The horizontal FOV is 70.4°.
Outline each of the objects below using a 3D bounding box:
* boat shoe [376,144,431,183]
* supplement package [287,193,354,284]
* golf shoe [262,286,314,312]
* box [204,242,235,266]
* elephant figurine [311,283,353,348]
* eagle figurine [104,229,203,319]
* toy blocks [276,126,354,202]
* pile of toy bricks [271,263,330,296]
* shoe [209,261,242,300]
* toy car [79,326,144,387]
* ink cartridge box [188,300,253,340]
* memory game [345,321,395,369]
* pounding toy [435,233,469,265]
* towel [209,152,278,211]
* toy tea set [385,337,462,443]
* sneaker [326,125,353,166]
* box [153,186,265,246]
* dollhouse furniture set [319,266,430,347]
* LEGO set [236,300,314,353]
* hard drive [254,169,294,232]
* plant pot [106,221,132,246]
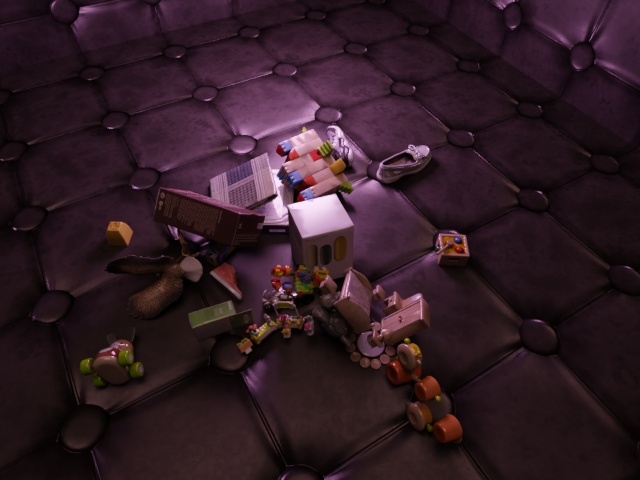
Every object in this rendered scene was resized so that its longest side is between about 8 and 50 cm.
[{"bbox_3d":[0.405,-0.378,2.155,0.320,0.103,0.118,-26,57,-20],"label":"boat shoe"},{"bbox_3d":[0.000,0.000,1.732,0.199,0.262,0.198,-14,45,-12],"label":"supplement package"},{"bbox_3d":[-0.122,0.204,1.703,0.198,0.077,0.093,-8,52,-10],"label":"golf shoe"},{"bbox_3d":[-0.391,0.025,1.844,0.054,0.059,0.169,27,56,21],"label":"box"},{"bbox_3d":[0.052,0.259,1.634,0.169,0.239,0.186,26,81,-1],"label":"elephant figurine"},{"bbox_3d":[-0.598,0.131,1.684,0.298,0.225,0.226,-31,69,-35],"label":"eagle figurine"},{"bbox_3d":[-0.069,-0.312,2.007,0.261,0.191,0.381,-29,82,-28],"label":"toy blocks"},{"bbox_3d":[-0.073,0.158,1.634,0.212,0.118,0.105,4,40,-22],"label":"pile of toy bricks"},{"bbox_3d":[-0.342,0.152,1.743,0.178,0.063,0.081,35,64,28],"label":"shoe"},{"bbox_3d":[-0.684,0.372,1.525,0.155,0.149,0.188,-13,42,1],"label":"toy car"},{"bbox_3d":[-0.351,0.278,1.617,0.209,0.109,0.062,-17,55,-14],"label":"ink cartridge box"},{"bbox_3d":[0.178,0.371,1.621,0.186,0.012,0.186,1,51,-1],"label":"memory game"},{"bbox_3d":[0.522,0.036,1.837,0.141,0.100,0.130,3,52,1],"label":"pounding toy"},{"bbox_3d":[-0.337,-0.218,1.968,0.312,0.056,0.324,-24,45,8],"label":"towel"},{"bbox_3d":[0.340,0.479,1.441,0.124,0.200,0.336,-11,62,-28],"label":"toy tea set"},{"bbox_3d":[0.049,-0.454,2.203,0.153,0.101,0.268,-15,56,-16],"label":"sneaker"},{"bbox_3d":[-0.431,-0.090,1.763,0.382,0.191,0.143,16,97,22],"label":"box"},{"bbox_3d":[0.194,0.160,1.514,0.174,0.355,0.303,-33,18,25],"label":"dollhouse furniture set"},{"bbox_3d":[-0.168,0.290,1.589,0.287,0.107,0.132,-15,34,3],"label":"LEGO set"},{"bbox_3d":[-0.234,-0.180,2.008,0.237,0.064,0.338,1,51,-1],"label":"hard drive"},{"bbox_3d":[-0.832,-0.034,1.862,0.081,0.083,0.081,2,51,0],"label":"plant pot"}]
